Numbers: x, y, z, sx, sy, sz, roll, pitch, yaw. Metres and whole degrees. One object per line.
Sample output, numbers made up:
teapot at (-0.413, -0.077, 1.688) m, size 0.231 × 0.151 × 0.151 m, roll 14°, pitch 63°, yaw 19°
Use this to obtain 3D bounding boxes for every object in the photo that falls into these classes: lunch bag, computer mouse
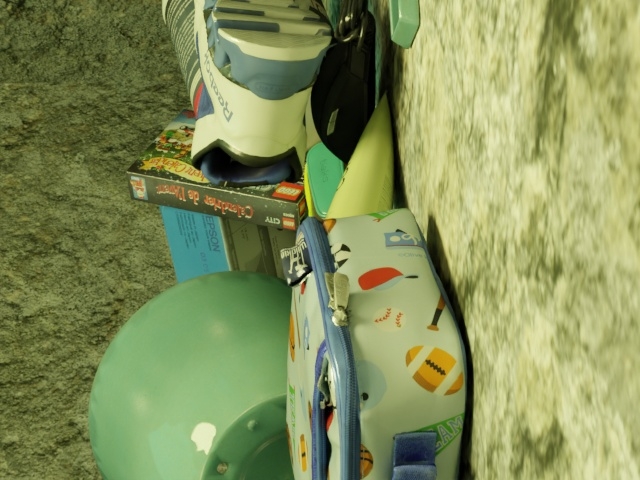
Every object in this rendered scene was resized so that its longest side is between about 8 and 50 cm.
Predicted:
lunch bag at (0.037, 0.137, 0.989) m, size 0.243 × 0.114 × 0.303 m, roll -101°, pitch 9°, yaw -55°
computer mouse at (0.023, -0.194, 1.251) m, size 0.262 × 0.060 × 0.184 m, roll 85°, pitch -170°, yaw -62°

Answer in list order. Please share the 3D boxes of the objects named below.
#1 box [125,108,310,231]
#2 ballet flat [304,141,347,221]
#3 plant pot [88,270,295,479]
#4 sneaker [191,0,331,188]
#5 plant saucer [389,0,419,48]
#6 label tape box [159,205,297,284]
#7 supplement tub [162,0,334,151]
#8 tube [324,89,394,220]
box at (-0.101, -0.091, 1.662) m, size 0.159 × 0.233 × 0.044 m, roll -56°, pitch -30°, yaw -48°
ballet flat at (0.021, -0.007, 1.538) m, size 0.077 × 0.077 × 0.231 m, roll 56°, pitch -152°, yaw -54°
plant pot at (-0.059, 0.195, 1.285) m, size 0.235 × 0.292 × 0.293 m, roll -151°, pitch 57°, yaw -68°
sneaker at (-0.072, -0.153, 1.250) m, size 0.315 × 0.127 × 0.182 m, roll -102°, pitch 22°, yaw -62°
plant saucer at (0.062, -0.255, 1.073) m, size 0.067 × 0.018 × 0.192 m, roll 109°, pitch 158°, yaw -80°
label tape box at (-0.060, -0.015, 1.826) m, size 0.333 × 0.105 × 0.241 m, roll -40°, pitch -52°, yaw -46°
supplement tub at (-0.083, -0.248, 1.615) m, size 0.191 × 0.191 × 0.272 m, roll 94°, pitch 160°, yaw -57°
tube at (0.038, -0.033, 1.170) m, size 0.070 × 0.062 × 0.240 m, roll -38°, pitch 20°, yaw 33°
